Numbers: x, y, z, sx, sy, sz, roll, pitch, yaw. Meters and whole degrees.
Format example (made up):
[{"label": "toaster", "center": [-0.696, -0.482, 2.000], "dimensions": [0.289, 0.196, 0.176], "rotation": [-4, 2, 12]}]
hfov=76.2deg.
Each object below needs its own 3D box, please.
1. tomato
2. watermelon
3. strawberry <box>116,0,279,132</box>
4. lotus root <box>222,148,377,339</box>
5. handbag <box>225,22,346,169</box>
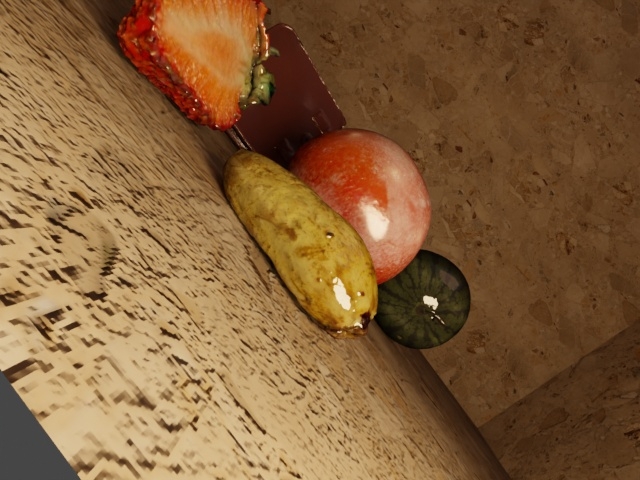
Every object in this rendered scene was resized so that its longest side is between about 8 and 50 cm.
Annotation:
[{"label": "tomato", "center": [0.062, -0.060, 0.699], "dimensions": [0.270, 0.227, 0.270], "rotation": [45, -25, 28]}, {"label": "watermelon", "center": [0.279, 0.164, 1.160], "dimensions": [0.279, 0.279, 0.359], "rotation": [54, 9, 1]}, {"label": "strawberry", "center": [-0.158, -0.247, 0.538], "dimensions": [0.106, 0.188, 0.286], "rotation": [15, 10, 17]}, {"label": "lotus root", "center": [-0.022, -0.008, 0.451], "dimensions": [0.258, 0.097, 0.110], "rotation": [51, 6, 15]}, {"label": "handbag", "center": [-0.097, -0.297, 0.899], "dimensions": [0.275, 0.260, 0.084], "rotation": [55, -25, -19]}]
